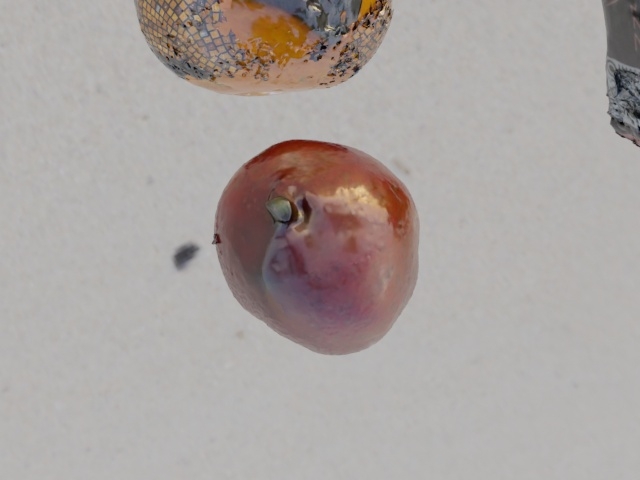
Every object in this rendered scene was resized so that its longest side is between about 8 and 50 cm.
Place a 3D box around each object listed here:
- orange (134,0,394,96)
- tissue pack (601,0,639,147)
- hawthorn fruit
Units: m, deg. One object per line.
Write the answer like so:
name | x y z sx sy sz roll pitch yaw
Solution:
orange | -0.050 -0.218 1.285 0.234 0.234 0.182 -13 100 -23
tissue pack | 0.361 -0.147 1.217 0.123 0.332 0.245 -19 120 -17
hawthorn fruit | 0.000 0.000 1.114 0.169 0.169 0.188 -31 164 -3
